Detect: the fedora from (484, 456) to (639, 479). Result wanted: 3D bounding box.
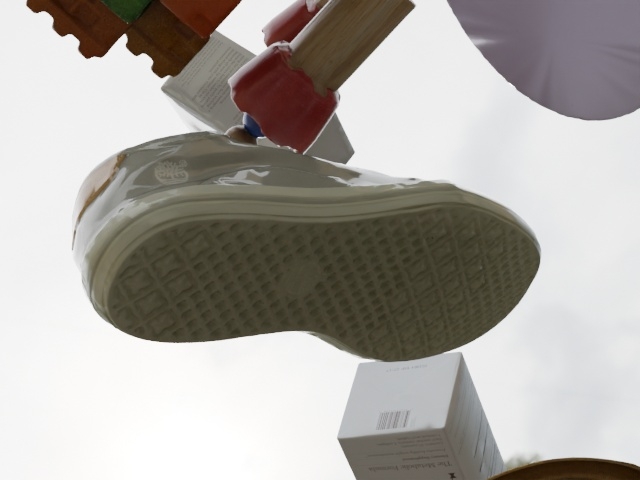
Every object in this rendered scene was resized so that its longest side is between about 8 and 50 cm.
[{"bbox_3d":[0.153,0.227,0.971,0.194,0.079,0.194,0,-61,0],"label":"fedora"}]

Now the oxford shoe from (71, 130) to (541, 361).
[{"bbox_3d":[0.000,0.000,1.199,0.449,0.130,0.169,5,-59,-41],"label":"oxford shoe"}]

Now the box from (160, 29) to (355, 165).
[{"bbox_3d":[-0.065,-0.127,1.671,0.091,0.170,0.130,-52,-23,-10],"label":"box"}]

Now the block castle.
[{"bbox_3d":[-0.136,-0.282,1.304,0.453,0.303,0.213,42,-73,-10],"label":"block castle"}]

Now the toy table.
[{"bbox_3d":[0.166,-0.203,0.847,0.161,0.252,0.274,-47,-9,-16],"label":"toy table"}]

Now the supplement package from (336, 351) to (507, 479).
[{"bbox_3d":[0.133,0.272,1.877,0.139,0.134,0.244,-9,-55,23],"label":"supplement package"}]
